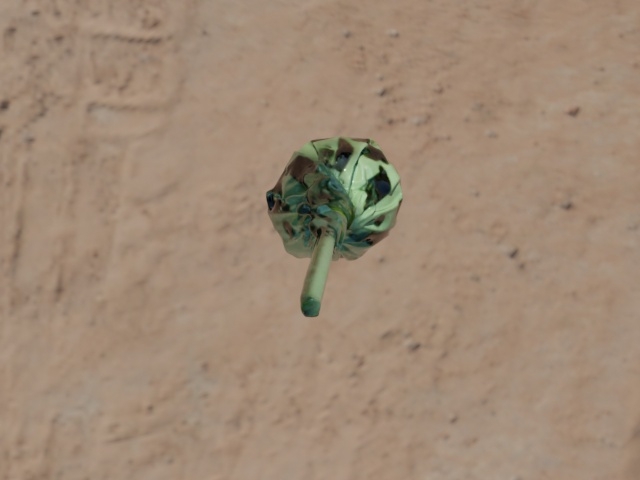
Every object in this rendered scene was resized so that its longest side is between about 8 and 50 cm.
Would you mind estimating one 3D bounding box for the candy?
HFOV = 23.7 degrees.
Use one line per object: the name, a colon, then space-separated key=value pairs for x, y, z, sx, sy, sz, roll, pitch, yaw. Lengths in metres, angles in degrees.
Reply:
candy: x=0.000 y=0.000 z=0.921 sx=0.091 sy=0.305 sz=0.083 roll=-36 pitch=99 yaw=13
